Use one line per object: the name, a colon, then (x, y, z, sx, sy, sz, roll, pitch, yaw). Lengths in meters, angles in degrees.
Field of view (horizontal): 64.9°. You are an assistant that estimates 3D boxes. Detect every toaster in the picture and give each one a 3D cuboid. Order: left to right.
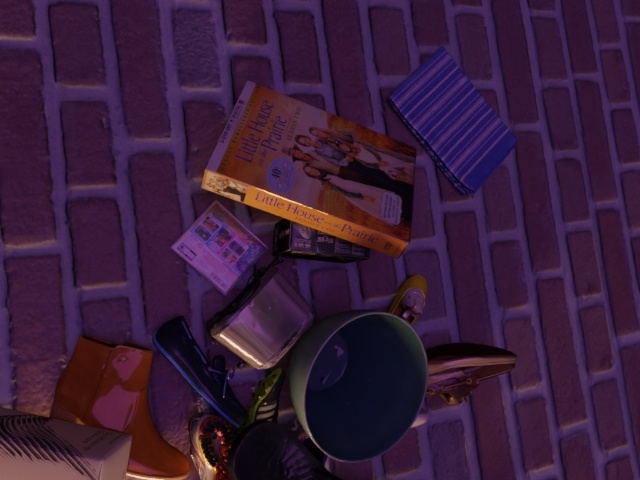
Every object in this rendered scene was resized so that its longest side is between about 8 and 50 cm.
toaster: (-0.116, 0.157, 1.049, 0.146, 0.129, 0.227, 47, 70, -12)

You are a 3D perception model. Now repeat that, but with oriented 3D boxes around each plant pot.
plant pot: (0.048, 0.272, 1.039, 0.290, 0.195, 0.290, -3, 96, -29)

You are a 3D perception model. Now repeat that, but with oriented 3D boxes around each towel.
towel: (0.352, -0.311, 1.306, 0.243, 0.040, 0.336, -45, 98, -19)

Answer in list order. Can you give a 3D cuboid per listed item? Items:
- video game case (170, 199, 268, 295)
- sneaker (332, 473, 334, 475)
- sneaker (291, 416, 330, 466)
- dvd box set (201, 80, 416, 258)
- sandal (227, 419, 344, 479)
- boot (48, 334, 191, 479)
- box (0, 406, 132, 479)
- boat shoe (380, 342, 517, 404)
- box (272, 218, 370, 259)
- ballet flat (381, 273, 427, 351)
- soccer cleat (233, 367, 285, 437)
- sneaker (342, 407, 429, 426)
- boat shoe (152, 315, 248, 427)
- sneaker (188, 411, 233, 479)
video game case: (-0.216, 0.016, 1.087, 0.157, 0.019, 0.143, 43, 72, -9)
sneaker: (0.032, 0.582, 1.088, 0.059, 0.053, 0.144, -12, 87, -18)
sneaker: (-0.040, 0.479, 1.048, 0.095, 0.104, 0.237, 24, 79, -17)
dvd box set: (-0.002, -0.159, 1.064, 0.420, 0.062, 0.308, 20, 49, -8)
sandal: (0.014, 0.512, 0.942, 0.445, 0.107, 0.168, 42, 62, -16)
boot: (-0.352, 0.311, 0.954, 0.295, 0.104, 0.211, 23, 86, -8)
box: (-0.477, 0.366, 0.854, 0.275, 0.113, 0.094, 9, 91, 4)
boat shoe: (0.301, 0.321, 1.182, 0.341, 0.123, 0.123, -4, 95, -17)
box: (0.000, 0.000, 1.093, 0.180, 0.147, 0.078, 7, 82, -17)
ballet flat: (0.196, 0.177, 1.176, 0.077, 0.077, 0.231, 41, 73, -9)
soccer cleat: (-0.114, 0.356, 1.066, 0.072, 0.060, 0.179, 32, 81, -23)
sneaker: (0.142, 0.422, 1.141, 0.212, 0.080, 0.094, 0, 96, -12)
boat shoe: (-0.225, 0.261, 1.011, 0.089, 0.109, 0.258, -42, 100, -23)
sneaker: (-0.209, 0.445, 1.013, 0.088, 0.092, 0.225, -17, 105, -39)
